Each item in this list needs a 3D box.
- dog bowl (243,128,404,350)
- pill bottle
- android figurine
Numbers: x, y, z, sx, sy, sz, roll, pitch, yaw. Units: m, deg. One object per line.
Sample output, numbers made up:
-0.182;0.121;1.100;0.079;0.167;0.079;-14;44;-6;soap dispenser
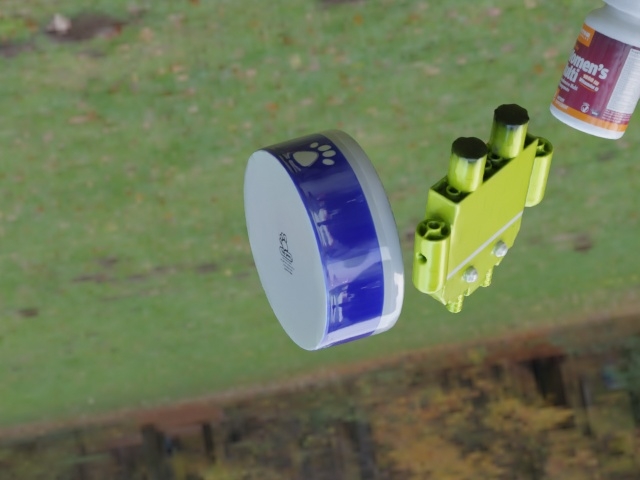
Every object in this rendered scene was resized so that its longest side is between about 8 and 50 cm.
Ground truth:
0.000;0.000;1.871;0.104;0.264;0.265;-16;176;-20;dog bowl
0.439;-0.274;2.260;0.121;0.221;0.121;18;-162;-6;pill bottle
0.190;-0.028;1.809;0.056;0.272;0.248;31;-132;27;android figurine
